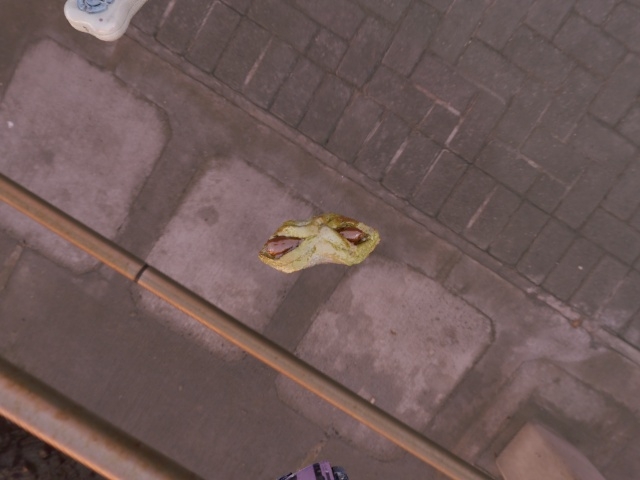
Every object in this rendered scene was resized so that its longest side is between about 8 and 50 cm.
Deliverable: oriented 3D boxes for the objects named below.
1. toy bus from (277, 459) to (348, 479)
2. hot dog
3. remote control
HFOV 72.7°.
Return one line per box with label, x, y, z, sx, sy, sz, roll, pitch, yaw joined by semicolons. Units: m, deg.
toy bus;0.003;0.369;0.521;0.108;0.096;0.198;-17;113;-6
hot dog;0.000;-0.001;0.570;0.169;0.078;0.061;-11;141;-6
remote control;-0.237;-0.288;0.506;0.075;0.032;0.122;25;73;11
